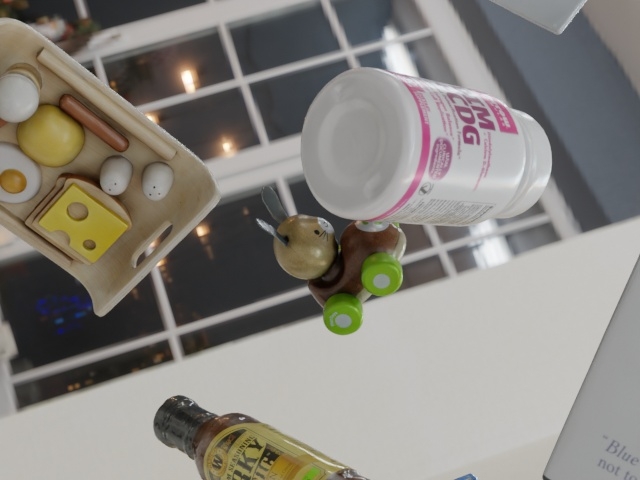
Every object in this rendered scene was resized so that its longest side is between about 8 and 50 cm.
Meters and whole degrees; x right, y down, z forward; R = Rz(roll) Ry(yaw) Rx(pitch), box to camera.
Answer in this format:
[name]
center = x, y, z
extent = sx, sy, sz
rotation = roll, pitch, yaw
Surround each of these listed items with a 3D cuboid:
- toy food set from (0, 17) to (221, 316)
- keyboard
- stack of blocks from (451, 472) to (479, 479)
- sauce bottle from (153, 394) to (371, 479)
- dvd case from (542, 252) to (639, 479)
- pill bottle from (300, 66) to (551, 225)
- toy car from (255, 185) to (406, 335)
[toy food set]
center = -0.295, -0.069, 1.172
extent = 0.306, 0.220, 0.092
rotation = 39, 21, -21
[keyboard]
center = 0.176, -0.300, 1.144
extent = 0.256, 0.072, 0.014
rotation = 37, 4, 33
[stack of blocks]
center = 0.204, 0.412, 1.250
extent = 0.297, 0.171, 0.087
rotation = 36, -51, 47
[sauce bottle]
center = -0.081, 0.287, 1.346
extent = 0.344, 0.111, 0.111
rotation = 17, -49, 41
[dvd case]
center = 0.225, 0.050, 0.477
extent = 0.180, 0.022, 0.253
rotation = 27, -65, 22
[pill bottle]
center = 0.128, -0.097, 1.200
extent = 0.160, 0.283, 0.160
rotation = -2, -92, 43
[toy car]
center = 0.000, 0.000, 1.369
extent = 0.188, 0.149, 0.155
rotation = 35, 25, -16
